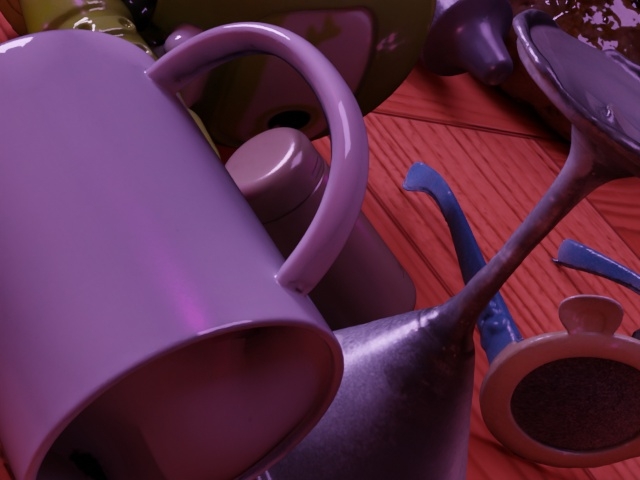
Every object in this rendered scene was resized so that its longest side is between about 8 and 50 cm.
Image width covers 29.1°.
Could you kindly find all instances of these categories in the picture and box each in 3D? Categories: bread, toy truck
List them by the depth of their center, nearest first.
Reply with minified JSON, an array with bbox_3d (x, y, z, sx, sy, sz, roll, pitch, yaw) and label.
[{"bbox_3d":[-0.064,-0.115,0.550,0.210,0.148,0.187,-33,75,-34],"label":"toy truck"},{"bbox_3d":[0.208,-0.163,0.958,0.230,0.123,0.230,31,26,-17],"label":"bread"}]

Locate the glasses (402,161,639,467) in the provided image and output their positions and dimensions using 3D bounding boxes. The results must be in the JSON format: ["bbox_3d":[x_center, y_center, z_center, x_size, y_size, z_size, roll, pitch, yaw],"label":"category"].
[{"bbox_3d":[0.125,0.051,0.622,0.189,0.088,0.220,22,12,-27],"label":"glasses"}]

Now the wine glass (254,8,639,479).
[{"bbox_3d":[0.053,0.021,0.419,0.122,0.183,0.122,30,27,-17],"label":"wine glass"}]

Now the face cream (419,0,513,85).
[{"bbox_3d":[0.050,-0.216,0.878,0.092,0.092,0.311,8,39,-45],"label":"face cream"}]

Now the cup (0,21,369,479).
[{"bbox_3d":[-0.049,0.003,0.385,0.133,0.136,0.099,56,-12,33],"label":"cup"}]

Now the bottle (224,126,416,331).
[{"bbox_3d":[0.000,0.000,0.496,0.096,0.045,0.045,55,15,-34],"label":"bottle"}]

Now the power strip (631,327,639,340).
[{"bbox_3d":[0.330,0.133,0.682,0.257,0.092,0.251,9,42,-37],"label":"power strip"}]
